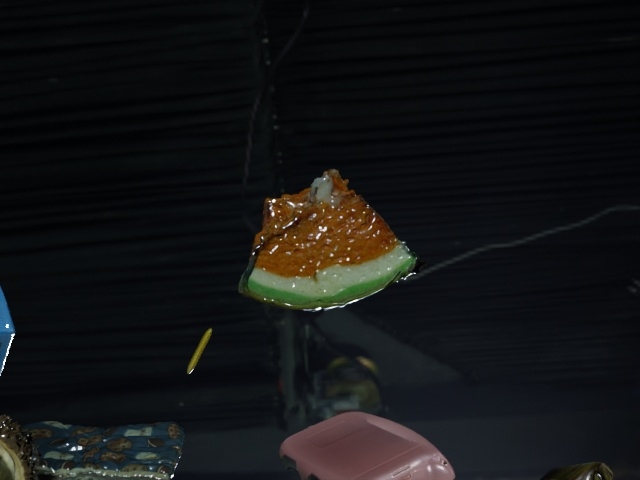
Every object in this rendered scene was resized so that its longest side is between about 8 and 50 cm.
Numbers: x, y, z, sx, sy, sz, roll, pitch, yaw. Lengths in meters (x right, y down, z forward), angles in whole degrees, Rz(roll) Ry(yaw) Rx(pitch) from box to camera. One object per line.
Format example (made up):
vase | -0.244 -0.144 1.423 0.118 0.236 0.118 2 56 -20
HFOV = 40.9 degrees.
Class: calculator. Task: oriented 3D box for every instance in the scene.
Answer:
calculator | 0.062 0.366 1.468 0.329 0.220 0.048 11 -63 58

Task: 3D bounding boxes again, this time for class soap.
soap | -0.211 0.192 1.489 0.089 0.012 0.034 -65 -173 -24

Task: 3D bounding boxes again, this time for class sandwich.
sandwich | -0.006 0.013 1.359 0.212 0.292 0.109 66 -14 -5

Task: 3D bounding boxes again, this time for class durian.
durian | -0.436 0.264 1.006 0.196 0.167 0.196 47 2 -3

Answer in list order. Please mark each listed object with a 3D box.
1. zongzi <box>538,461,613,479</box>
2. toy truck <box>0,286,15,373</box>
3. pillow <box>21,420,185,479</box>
zongzi | 0.277 0.441 0.978 0.288 0.286 0.134 64 -26 1
toy truck | -0.650 0.236 1.468 0.161 0.162 0.385 57 -49 36
pillow | -0.321 0.294 1.198 0.189 0.255 0.034 -122 -147 -82
